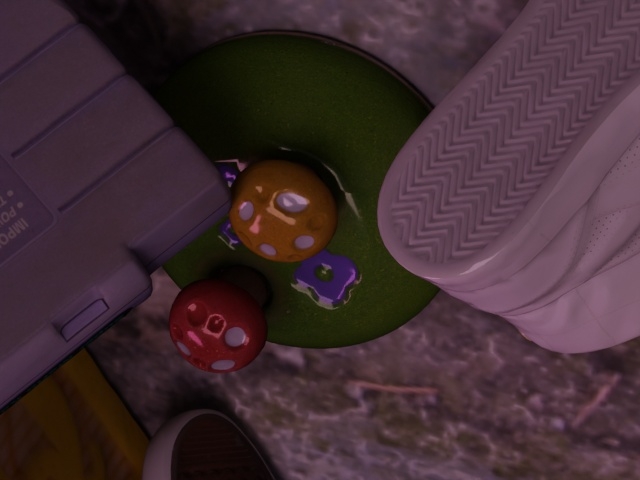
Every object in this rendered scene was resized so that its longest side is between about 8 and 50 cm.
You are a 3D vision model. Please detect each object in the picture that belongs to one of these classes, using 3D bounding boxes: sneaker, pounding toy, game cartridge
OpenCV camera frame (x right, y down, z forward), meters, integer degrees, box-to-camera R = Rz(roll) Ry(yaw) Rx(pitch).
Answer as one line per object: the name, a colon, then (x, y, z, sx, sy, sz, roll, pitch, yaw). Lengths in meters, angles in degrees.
sneaker: (-0.074, 0.241, 1.072, 0.123, 0.106, 0.290, -5, 103, 39)
sneaker: (0.170, -0.072, 0.819, 0.292, 0.108, 0.169, -44, 143, 9)
pounding toy: (0.000, 0.000, 0.909, 0.237, 0.110, 0.183, 2, 121, 18)
game cartridge: (-0.243, 0.014, 0.852, 0.230, 0.355, 0.068, 49, 169, 15)

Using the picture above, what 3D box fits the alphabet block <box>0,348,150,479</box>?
alphabet block: (-0.241, 0.139, 1.029, 0.197, 0.193, 0.192, -23, 112, 29)
